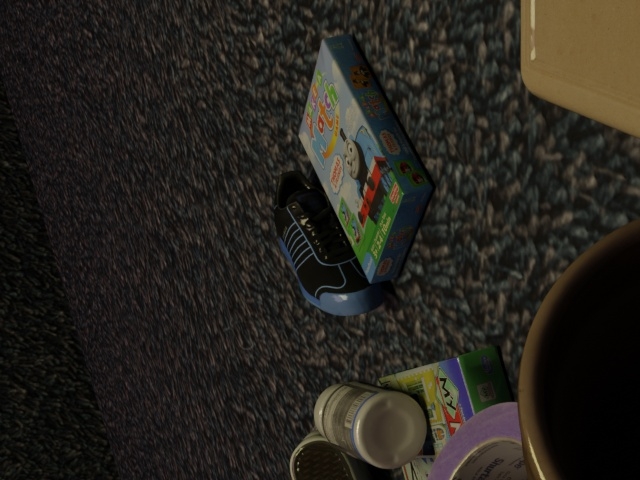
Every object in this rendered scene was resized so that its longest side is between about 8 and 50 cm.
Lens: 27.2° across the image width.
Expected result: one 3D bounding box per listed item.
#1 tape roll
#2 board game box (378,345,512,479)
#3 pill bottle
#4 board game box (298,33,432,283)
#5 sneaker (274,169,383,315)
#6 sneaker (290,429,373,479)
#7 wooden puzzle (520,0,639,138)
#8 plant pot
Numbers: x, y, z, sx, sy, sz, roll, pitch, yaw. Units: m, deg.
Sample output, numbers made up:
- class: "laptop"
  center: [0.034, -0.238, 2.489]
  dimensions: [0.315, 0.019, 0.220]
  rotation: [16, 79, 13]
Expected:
- class: "tape roll"
  center: [0.166, 0.233, 1.080]
  dimensions: [0.189, 0.080, 0.189]
  rotation: [-39, 39, 40]
- class: "board game box"
  center: [0.154, 0.273, 1.307]
  dimensions: [0.213, 0.046, 0.317]
  rotation: [147, 109, -69]
- class: "pill bottle"
  center: [0.047, 0.186, 1.358]
  dimensions: [0.137, 0.078, 0.078]
  rotation: [-178, 76, -69]
- class: "board game box"
  center: [0.042, -0.085, 1.394]
  dimensions: [0.160, 0.039, 0.211]
  rotation: [106, 146, -53]
- class: "sneaker"
  center: [0.000, 0.000, 1.492]
  dimensions: [0.232, 0.081, 0.090]
  rotation: [-134, 29, -55]
- class: "sneaker"
  center: [0.052, 0.359, 1.587]
  dimensions: [0.123, 0.105, 0.290]
  rotation: [-30, -78, -81]
- class: "wooden puzzle"
  center: [0.208, -0.187, 0.916]
  dimensions: [0.221, 0.044, 0.239]
  rotation: [-142, 39, -59]
- class: "plant pot"
  center: [0.250, 0.142, 0.765]
  dimensions: [0.229, 0.263, 0.263]
  rotation: [74, 170, -54]
